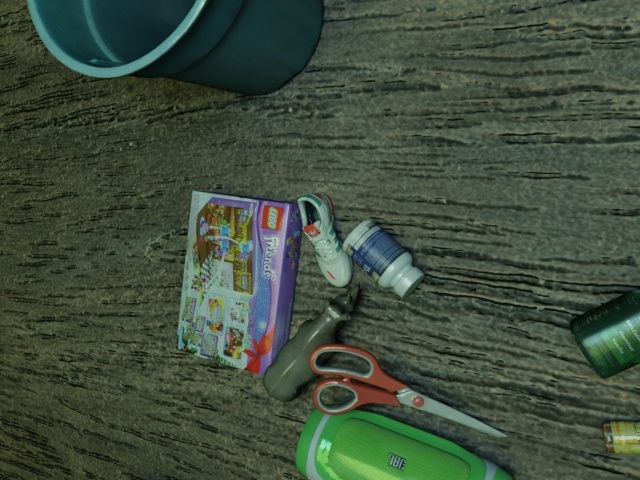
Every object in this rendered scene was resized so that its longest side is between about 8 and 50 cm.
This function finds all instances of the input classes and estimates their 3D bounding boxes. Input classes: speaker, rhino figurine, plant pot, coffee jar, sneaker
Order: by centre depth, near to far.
[{"bbox_3d":[0.407,0.093,0.682,0.184,0.096,0.079,-35,79,23],"label":"coffee jar"},{"bbox_3d":[0.118,0.339,0.814,0.297,0.131,0.131,14,97,25],"label":"speaker"},{"bbox_3d":[-0.179,-0.375,0.828,0.341,0.334,0.341,1,92,26],"label":"plant pot"},{"bbox_3d":[-0.006,0.160,0.881,0.073,0.106,0.243,42,108,19],"label":"rhino figurine"},{"bbox_3d":[0.000,0.000,0.891,0.057,0.075,0.161,-20,82,25],"label":"sneaker"}]

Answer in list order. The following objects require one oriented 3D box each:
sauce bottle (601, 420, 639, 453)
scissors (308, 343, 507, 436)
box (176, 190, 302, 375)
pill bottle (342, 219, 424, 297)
[{"bbox_3d":[0.428,0.248,0.706,0.128,0.042,0.042,-11,86,24],"label":"sauce bottle"},{"bbox_3d":[0.127,0.218,0.813,0.297,0.021,0.108,7,94,7],"label":"scissors"},{"bbox_3d":[-0.143,0.069,0.974,0.201,0.057,0.293,10,95,26],"label":"box"},{"bbox_3d":[0.097,0.029,0.849,0.120,0.067,0.067,44,109,19],"label":"pill bottle"}]
